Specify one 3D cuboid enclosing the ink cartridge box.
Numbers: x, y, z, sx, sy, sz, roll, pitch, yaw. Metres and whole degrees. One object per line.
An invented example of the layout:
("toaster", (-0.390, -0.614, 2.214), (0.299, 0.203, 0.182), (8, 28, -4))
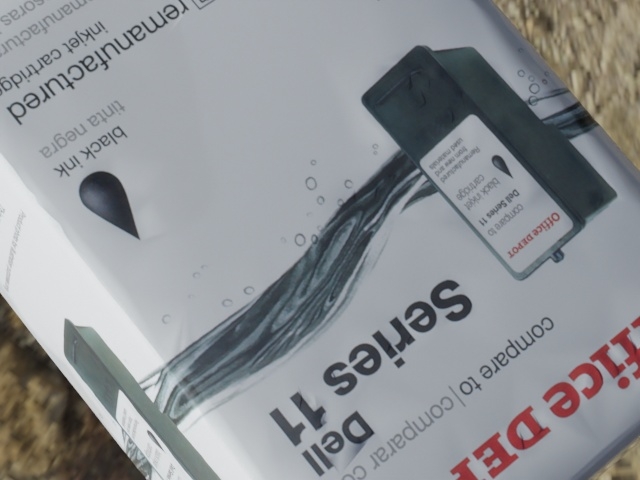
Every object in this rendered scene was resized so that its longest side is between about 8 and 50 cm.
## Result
("ink cartridge box", (0.000, 0.000, 0.536), (0.153, 0.087, 0.208), (-36, 81, -23))
